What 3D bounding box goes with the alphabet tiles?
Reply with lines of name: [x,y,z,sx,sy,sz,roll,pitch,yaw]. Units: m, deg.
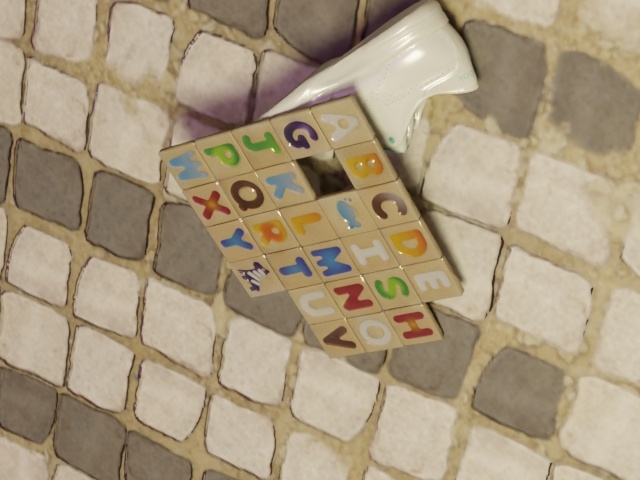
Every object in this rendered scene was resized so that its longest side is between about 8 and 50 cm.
alphabet tiles: [0.000,0.000,1.281,0.198,0.009,0.237,-13,120,35]

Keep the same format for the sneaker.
sneaker: [0.030,-0.102,1.240,0.212,0.080,0.094,-29,102,34]
